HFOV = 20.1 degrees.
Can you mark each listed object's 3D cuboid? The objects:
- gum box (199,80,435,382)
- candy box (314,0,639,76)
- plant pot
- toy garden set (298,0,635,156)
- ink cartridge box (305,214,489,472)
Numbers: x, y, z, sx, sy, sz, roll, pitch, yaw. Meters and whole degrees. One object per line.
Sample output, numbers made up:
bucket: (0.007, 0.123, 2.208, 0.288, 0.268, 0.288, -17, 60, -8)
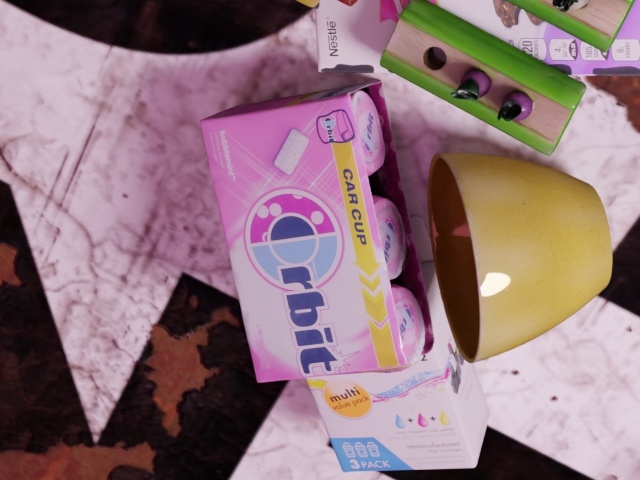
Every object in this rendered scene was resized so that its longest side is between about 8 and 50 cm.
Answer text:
gum box: (0.000, 0.000, 1.168, 0.107, 0.062, 0.188, -8, 100, 24)
candy box: (0.093, -0.178, 1.000, 0.196, 0.070, 0.165, 2, 109, 21)
plant pot: (0.130, 0.004, 1.142, 0.095, 0.134, 0.134, -9, 128, -6)
toy garden set: (0.081, -0.189, 0.931, 0.204, 0.049, 0.244, 29, 117, 9)
ink cartridge box: (0.043, 0.075, 1.258, 0.104, 0.061, 0.181, -6, 124, 23)
